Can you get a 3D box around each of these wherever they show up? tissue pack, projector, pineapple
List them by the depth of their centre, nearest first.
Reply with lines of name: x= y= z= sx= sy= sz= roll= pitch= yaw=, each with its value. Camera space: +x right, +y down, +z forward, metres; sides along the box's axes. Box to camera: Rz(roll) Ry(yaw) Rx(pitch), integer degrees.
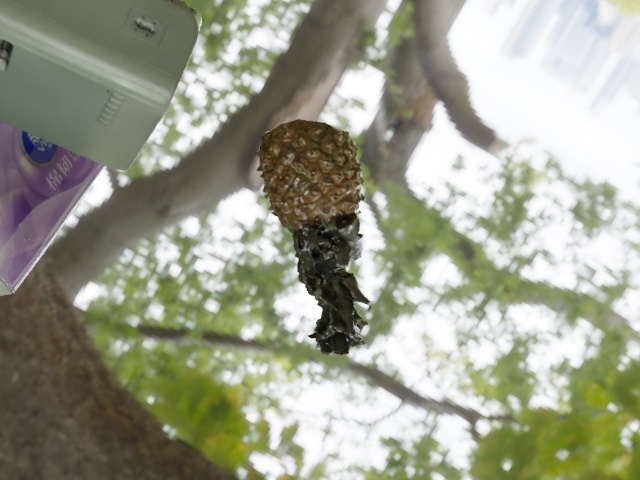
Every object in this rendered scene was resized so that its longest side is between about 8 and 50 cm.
projector: x=-0.237 y=-0.175 z=1.280 sx=0.198 sy=0.108 sz=0.250 roll=23 pitch=162 yaw=-12
pineapple: x=0.000 y=0.000 z=1.443 sx=0.125 sy=0.251 sz=0.125 roll=-8 pitch=170 yaw=-2
tissue pack: x=-0.369 y=-0.100 z=1.582 sx=0.242 sy=0.338 sz=0.160 roll=-9 pitch=133 yaw=46
